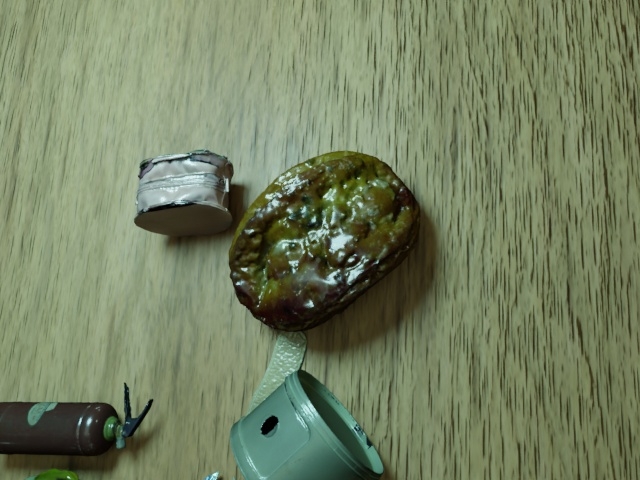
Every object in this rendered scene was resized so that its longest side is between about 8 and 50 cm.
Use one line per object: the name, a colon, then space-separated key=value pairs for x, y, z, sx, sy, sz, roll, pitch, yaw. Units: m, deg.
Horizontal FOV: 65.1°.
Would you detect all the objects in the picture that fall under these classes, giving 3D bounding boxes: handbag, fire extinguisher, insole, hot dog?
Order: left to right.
fire extinguisher: x=-0.495 y=0.355 z=0.998 sx=0.344 sy=0.102 sz=0.137 roll=-4 pitch=76 yaw=10
handbag: x=-0.273 y=-0.090 z=1.017 sx=0.205 sy=0.179 sz=0.116 roll=-8 pitch=70 yaw=8
insole: x=-0.087 y=0.291 z=0.983 sx=0.081 sy=0.011 sz=0.247 roll=17 pitch=81 yaw=14
hot dog: x=0.000 y=0.000 z=0.945 sx=0.388 sy=0.174 sz=0.267 roll=-37 pitch=77 yaw=0

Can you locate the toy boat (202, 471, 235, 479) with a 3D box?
toy boat: x=-0.173 y=0.509 z=0.950 sx=0.149 sy=0.034 sz=0.105 roll=28 pitch=81 yaw=2

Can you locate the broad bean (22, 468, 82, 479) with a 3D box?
broad bean: x=-0.550 y=0.539 z=0.974 sx=0.169 sy=0.100 sz=0.228 roll=38 pitch=89 yaw=22

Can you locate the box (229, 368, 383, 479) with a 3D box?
box: x=-0.022 y=0.351 z=0.849 sx=0.149 sy=0.226 sz=0.226 roll=-42 pitch=74 yaw=0
